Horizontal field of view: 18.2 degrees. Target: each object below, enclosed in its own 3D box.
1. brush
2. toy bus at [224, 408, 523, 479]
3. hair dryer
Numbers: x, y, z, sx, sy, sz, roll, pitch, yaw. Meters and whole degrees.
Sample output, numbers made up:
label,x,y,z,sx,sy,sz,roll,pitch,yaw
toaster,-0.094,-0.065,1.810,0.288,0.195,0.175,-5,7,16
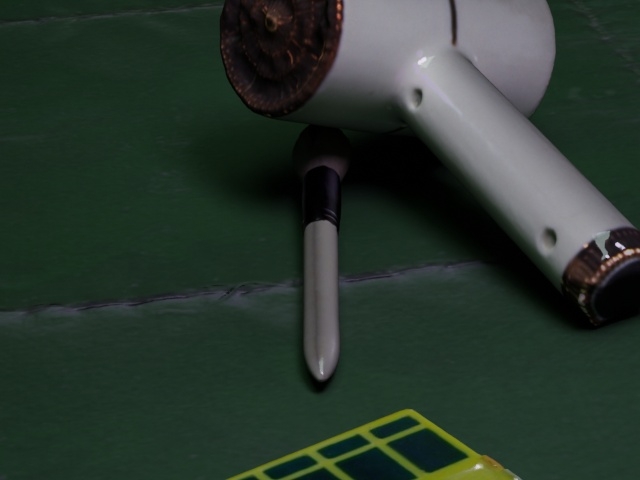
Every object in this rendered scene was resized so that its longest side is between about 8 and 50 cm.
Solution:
label,x,y,z,sx,sy,sz,roll,pitch,yaw
brush,0.000,0.000,1.236,0.039,0.042,0.299,27,25,-14
toy bus,-0.031,0.177,0.806,0.262,0.128,0.150,-18,31,-29
hair dryer,0.103,-0.064,1.254,0.203,0.128,0.362,5,34,-40
